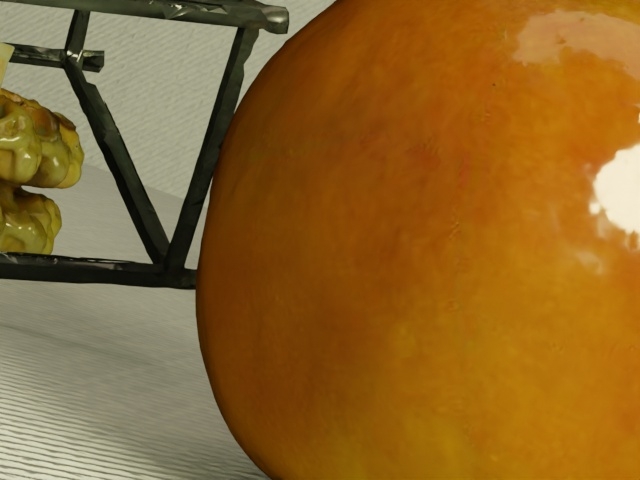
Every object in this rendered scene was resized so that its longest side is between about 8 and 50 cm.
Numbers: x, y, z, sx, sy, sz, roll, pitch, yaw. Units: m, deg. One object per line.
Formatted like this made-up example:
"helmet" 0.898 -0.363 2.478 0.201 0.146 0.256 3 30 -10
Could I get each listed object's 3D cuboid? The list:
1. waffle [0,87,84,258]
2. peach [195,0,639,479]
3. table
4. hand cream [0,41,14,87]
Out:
"waffle" -0.362 -0.090 1.431 0.324 0.151 0.261 18 0 4
"peach" 0.110 0.005 0.842 0.342 0.302 0.343 21 4 -1
"table" -0.221 -0.150 1.181 0.272 0.222 0.335 3 33 -26
"hand cream" -0.224 -0.036 0.972 0.047 0.174 0.076 21 2 20
